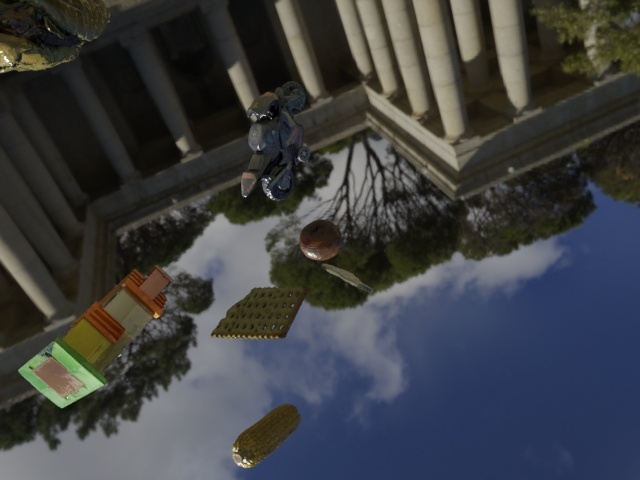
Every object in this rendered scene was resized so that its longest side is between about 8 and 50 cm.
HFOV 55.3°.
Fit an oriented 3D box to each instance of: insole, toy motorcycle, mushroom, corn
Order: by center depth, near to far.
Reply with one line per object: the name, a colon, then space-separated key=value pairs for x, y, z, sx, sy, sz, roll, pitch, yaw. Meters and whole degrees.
insole: x=0.046 y=0.067 z=1.160 sx=0.192 sy=0.063 sz=0.010 roll=25 pitch=-83 yaw=67
corn: x=-0.122 y=0.447 z=1.414 sx=0.080 sy=0.080 sz=0.238 roll=-1 pitch=-168 yaw=29
toy motorcycle: x=-0.117 y=-0.251 z=1.521 sx=0.173 sy=0.307 sz=0.108 roll=7 pitch=-177 yaw=-43
mushroom: x=0.000 y=0.000 z=1.711 sx=0.123 sy=0.123 sz=0.052 roll=-11 pitch=-173 yaw=16

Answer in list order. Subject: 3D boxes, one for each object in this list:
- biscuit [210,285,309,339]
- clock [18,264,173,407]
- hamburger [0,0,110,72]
biscuit: x=-0.124 y=0.147 z=1.268 sx=0.203 sy=0.016 sz=0.144 roll=-4 pitch=-136 yaw=39
clock: x=-0.395 y=0.158 z=1.121 sx=0.220 sy=0.106 sz=0.255 roll=-31 pitch=-162 yaw=44
hamburger: x=-0.326 y=-0.239 z=0.617 sx=0.183 sy=0.130 sz=0.206 roll=4 pitch=-155 yaw=1
